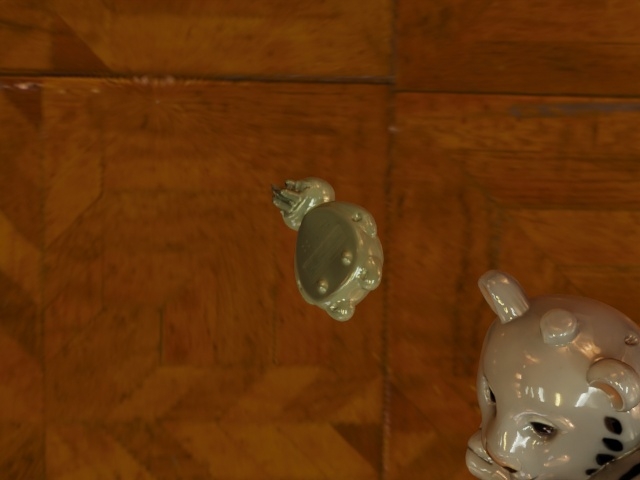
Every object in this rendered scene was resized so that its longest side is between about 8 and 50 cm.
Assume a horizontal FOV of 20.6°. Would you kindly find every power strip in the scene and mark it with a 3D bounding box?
[{"bbox_3d":[0.000,0.000,0.854,0.035,0.083,0.055,19,121,-40],"label":"power strip"}]

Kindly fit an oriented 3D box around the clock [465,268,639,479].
[{"bbox_3d":[0.123,0.091,0.668,0.080,0.117,0.176,-36,54,-17],"label":"clock"}]
